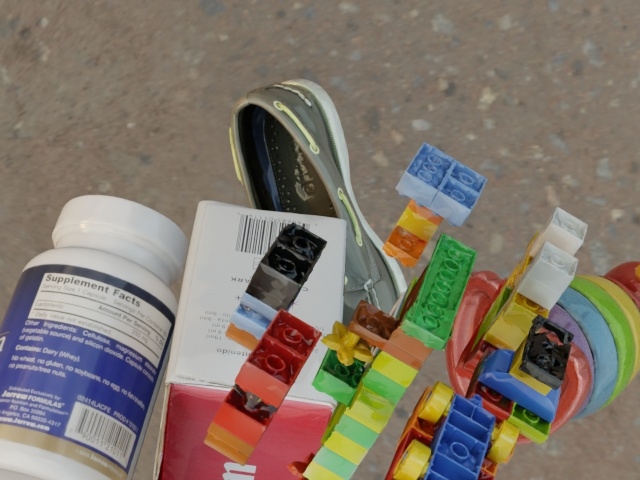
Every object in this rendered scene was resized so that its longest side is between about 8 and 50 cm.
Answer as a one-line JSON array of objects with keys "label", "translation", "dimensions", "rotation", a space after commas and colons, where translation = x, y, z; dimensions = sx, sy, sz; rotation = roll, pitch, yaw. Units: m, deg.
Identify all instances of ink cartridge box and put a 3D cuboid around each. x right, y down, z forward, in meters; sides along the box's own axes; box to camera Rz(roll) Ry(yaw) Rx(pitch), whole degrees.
[{"label": "ink cartridge box", "translation": [-0.067, 0.175, 0.986], "dimensions": [0.130, 0.272, 0.310], "rotation": [8, 133, -3]}]

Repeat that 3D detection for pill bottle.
[{"label": "pill bottle", "translation": [-0.212, 0.101, 1.053], "dimensions": [0.153, 0.153, 0.265], "rotation": [26, 59, -19]}]

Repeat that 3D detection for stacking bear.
[{"label": "stacking bear", "translation": [0.288, 0.101, 1.288], "dimensions": [0.289, 0.175, 0.164], "rotation": [-17, 139, -38]}]

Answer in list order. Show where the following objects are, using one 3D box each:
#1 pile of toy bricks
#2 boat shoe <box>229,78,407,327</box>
[{"label": "pile of toy bricks", "translation": [0.023, 0.054, 0.447], "dimensions": [0.118, 0.212, 0.105], "rotation": [31, 124, 3]}, {"label": "boat shoe", "translation": [-0.004, 0.001, 1.093], "dimensions": [0.091, 0.109, 0.305], "rotation": [-21, 91, -58]}]
